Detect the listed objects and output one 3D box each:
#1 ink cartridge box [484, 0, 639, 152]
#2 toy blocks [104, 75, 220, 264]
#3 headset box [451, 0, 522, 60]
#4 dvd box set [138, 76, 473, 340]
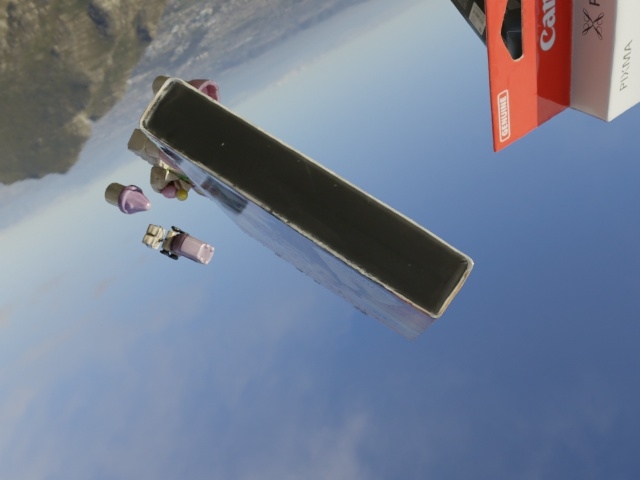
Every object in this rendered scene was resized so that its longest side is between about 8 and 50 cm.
[{"bbox_3d":[0.268,-0.241,0.613,0.238,0.275,0.060,-32,-138,-18],"label":"ink cartridge box"},{"bbox_3d":[-0.194,-0.102,1.189,0.260,0.288,0.309,19,-99,26],"label":"toy blocks"},{"bbox_3d":[0.339,-0.361,0.844,0.293,0.218,0.110,-22,157,-13],"label":"headset box"},{"bbox_3d":[0.000,0.000,0.714,0.062,0.307,0.420,-56,170,-6],"label":"dvd box set"}]
